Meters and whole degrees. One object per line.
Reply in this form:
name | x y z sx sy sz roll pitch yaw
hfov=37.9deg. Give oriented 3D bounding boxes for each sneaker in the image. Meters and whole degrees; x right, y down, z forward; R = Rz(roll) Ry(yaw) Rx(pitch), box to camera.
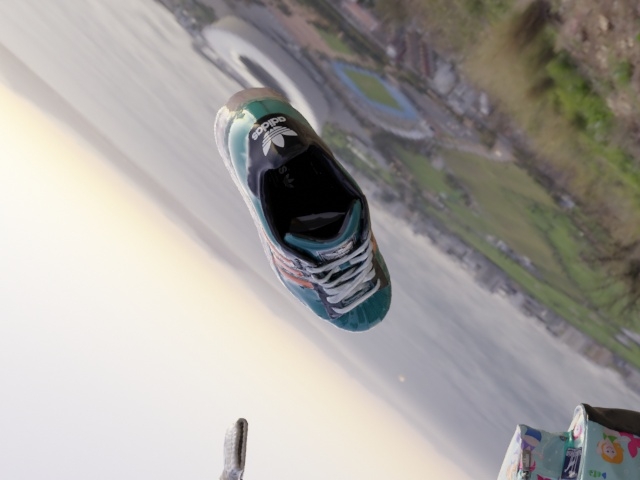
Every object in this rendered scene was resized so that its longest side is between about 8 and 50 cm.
sneaker | 0.000 0.000 0.884 0.302 0.108 0.121 58 176 -37

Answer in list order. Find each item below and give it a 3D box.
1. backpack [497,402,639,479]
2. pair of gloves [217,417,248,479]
backpack | 0.245 0.297 0.848 0.191 0.254 0.225 3 146 8
pair of gloves | -0.132 0.379 1.335 0.042 0.240 0.204 4 166 -4
